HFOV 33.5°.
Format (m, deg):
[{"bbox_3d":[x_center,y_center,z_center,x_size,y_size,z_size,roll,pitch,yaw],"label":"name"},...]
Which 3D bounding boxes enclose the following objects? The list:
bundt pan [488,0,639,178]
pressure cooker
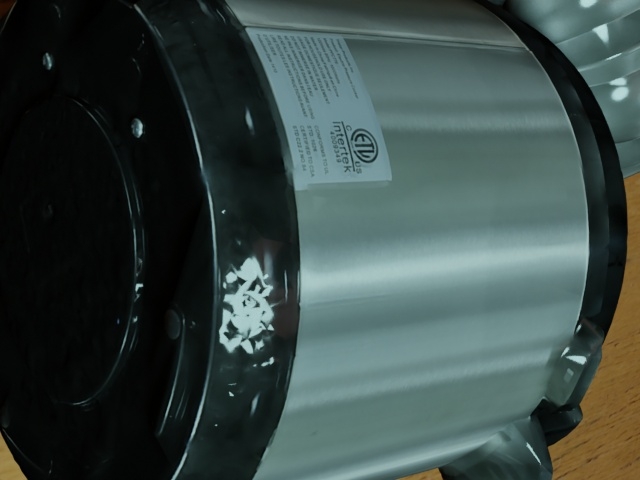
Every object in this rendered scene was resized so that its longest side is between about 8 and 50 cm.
[{"bbox_3d":[0.175,-0.178,0.883,0.124,0.331,0.330,-32,127,-11],"label":"bundt pan"},{"bbox_3d":[0.004,-0.001,0.751,0.421,0.376,0.369,-6,108,-39],"label":"pressure cooker"}]
